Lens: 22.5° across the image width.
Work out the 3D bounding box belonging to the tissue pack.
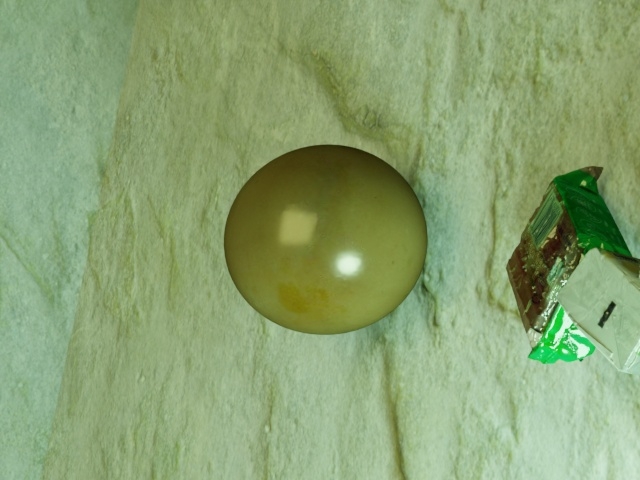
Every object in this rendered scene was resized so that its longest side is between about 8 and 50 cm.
[{"bbox_3d":[0.438,0.082,1.968,0.145,0.229,0.159,-60,37,19],"label":"tissue pack"}]

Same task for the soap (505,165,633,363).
[{"bbox_3d":[0.333,0.028,2.166,0.273,0.098,0.218,-93,25,-69],"label":"soap"}]

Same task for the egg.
[{"bbox_3d":[0.000,0.000,2.534,0.374,0.301,0.301,-8,71,52],"label":"egg"}]
